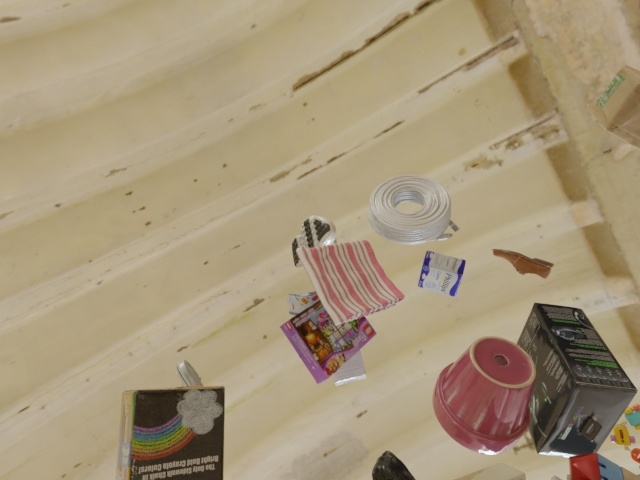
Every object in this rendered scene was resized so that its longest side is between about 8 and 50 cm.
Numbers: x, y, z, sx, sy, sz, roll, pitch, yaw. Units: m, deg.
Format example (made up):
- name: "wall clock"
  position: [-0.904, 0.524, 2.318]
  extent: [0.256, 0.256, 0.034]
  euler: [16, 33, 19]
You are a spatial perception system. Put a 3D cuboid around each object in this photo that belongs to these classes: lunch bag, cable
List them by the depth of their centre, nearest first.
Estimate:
- name: "cable"
  position: [0.278, -0.099, 1.334]
  extent: [0.089, 0.257, 0.257]
  euler: [79, 176, -51]
- name: "lunch bag"
  position: [0.017, 0.260, 1.827]
  extent: [0.303, 0.243, 0.115]
  euler: [-5, -95, -20]

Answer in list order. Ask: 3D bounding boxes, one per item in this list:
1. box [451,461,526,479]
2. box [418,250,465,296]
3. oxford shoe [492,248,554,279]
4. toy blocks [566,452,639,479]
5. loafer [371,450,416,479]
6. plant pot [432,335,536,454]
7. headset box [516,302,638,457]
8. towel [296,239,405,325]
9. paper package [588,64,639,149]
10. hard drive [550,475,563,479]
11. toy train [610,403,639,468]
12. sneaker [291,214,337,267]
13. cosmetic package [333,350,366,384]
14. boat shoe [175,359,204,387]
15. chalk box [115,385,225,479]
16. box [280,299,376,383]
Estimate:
- name: "box"
  position: [0.615, 0.958, 1.581]
  extent: [0.311, 0.121, 0.148]
  euler: [-2, -95, -24]
- name: "box"
  position: [0.421, 0.117, 1.482]
  extent: [0.126, 0.137, 0.072]
  euler: [88, -157, -46]
- name: "oxford shoe"
  position: [0.721, 0.082, 1.541]
  extent: [0.076, 0.212, 0.076]
  euler: [4, -75, -50]
- name: "toy blocks"
  position: [0.395, 0.463, 0.569]
  extent: [0.260, 0.191, 0.381]
  euler: [31, -133, -9]
- name: "loafer"
  position: [0.194, 0.536, 0.868]
  extent: [0.223, 0.076, 0.078]
  euler: [53, -151, 7]
- name: "plant pot"
  position: [0.353, 0.308, 0.893]
  extent: [0.201, 0.201, 0.180]
  euler: [-65, -16, -51]
- name: "headset box"
  position: [0.583, 0.338, 1.022]
  extent: [0.283, 0.131, 0.246]
  euler: [-79, -5, -60]
- name: "towel"
  position: [0.057, 0.062, 0.740]
  extent: [0.197, 0.029, 0.144]
  euler: [-6, -122, -49]
- name: "paper package"
  position: [0.996, -0.357, 1.246]
  extent: [0.309, 0.168, 0.325]
  euler: [32, -144, 5]
- name: "hard drive"
  position: [0.372, 0.646, 0.792]
  extent: [0.353, 0.047, 0.233]
  euler: [-25, -61, -36]
- name: "toy train"
  position: [0.874, 0.532, 1.161]
  extent: [0.046, 0.125, 0.166]
  euler: [5, -78, -60]
- name: "sneaker"
  position: [0.000, 0.000, 1.229]
  extent: [0.118, 0.292, 0.110]
  euler: [-4, -104, -17]
- name: "cosmetic package"
  position: [0.080, 0.382, 1.506]
  extent: [0.085, 0.117, 0.231]
  euler: [77, 178, -62]
- name: "boat shoe"
  position: [-0.351, 0.434, 1.165]
  extent: [0.226, 0.075, 0.083]
  euler: [67, 167, -21]
- name: "chalk box"
  position: [-0.304, 0.446, 0.850]
  extent: [0.180, 0.179, 0.289]
  euler: [8, -110, -29]
- name: "box"
  position: [0.034, 0.282, 1.329]
  extent: [0.293, 0.057, 0.201]
  euler: [-26, -102, -51]
